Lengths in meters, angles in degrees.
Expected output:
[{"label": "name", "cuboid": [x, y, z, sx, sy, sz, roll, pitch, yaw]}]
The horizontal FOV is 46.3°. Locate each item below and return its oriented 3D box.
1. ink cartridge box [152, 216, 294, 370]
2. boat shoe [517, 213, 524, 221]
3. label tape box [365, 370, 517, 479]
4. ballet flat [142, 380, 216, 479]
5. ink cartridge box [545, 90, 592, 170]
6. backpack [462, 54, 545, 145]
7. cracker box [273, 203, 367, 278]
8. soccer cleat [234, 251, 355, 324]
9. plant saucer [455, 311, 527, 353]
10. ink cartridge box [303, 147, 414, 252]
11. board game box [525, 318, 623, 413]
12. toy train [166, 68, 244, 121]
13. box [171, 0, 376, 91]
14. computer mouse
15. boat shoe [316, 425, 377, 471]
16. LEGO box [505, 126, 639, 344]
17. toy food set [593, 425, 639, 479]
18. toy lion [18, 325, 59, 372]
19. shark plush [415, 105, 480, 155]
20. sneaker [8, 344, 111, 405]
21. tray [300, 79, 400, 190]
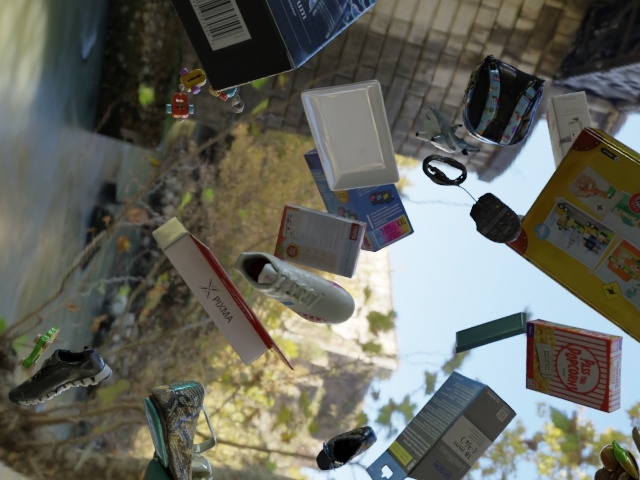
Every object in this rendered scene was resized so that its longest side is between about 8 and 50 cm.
[{"label": "ink cartridge box", "cuboid": [-0.189, 0.112, 1.406, 0.066, 0.296, 0.261, -36, -156, -10]}, {"label": "boat shoe", "cuboid": [0.687, 0.018, 2.404, 0.095, 0.084, 0.258, -40, -138, 17]}, {"label": "label tape box", "cuboid": [0.273, 0.472, 1.739, 0.334, 0.106, 0.240, -47, -176, -6]}, {"label": "ballet flat", "cuboid": [-0.345, 0.540, 1.864, 0.164, 0.182, 0.483, 44, -45, 42]}, {"label": "ink cartridge box", "cuboid": [0.869, -0.342, 2.594, 0.207, 0.117, 0.283, 44, 38, -75]}, {"label": "backpack", "cuboid": [0.376, -0.280, 1.595, 0.117, 0.158, 0.173, 146, -35, -76]}, {"label": "cracker box", "cuboid": [0.000, 0.000, 2.085, 0.067, 0.232, 0.156, -30, 134, -75]}, {"label": "soccer cleat", "cuboid": [-0.074, 0.119, 1.865, 0.116, 0.331, 0.143, -66, 153, -3]}, {"label": "plant saucer", "cuboid": [0.418, 0.226, 1.854, 0.192, 0.018, 0.067, -23, -146, 28]}, {"label": "ink cartridge box", "cuboid": [0.100, -0.176, 2.293, 0.395, 0.151, 0.270, 68, -19, -11]}, {"label": "board game box", "cuboid": [0.504, 0.247, 1.500, 0.193, 0.045, 0.147, 8, -78, 51]}, {"label": "toy train", "cuboid": [-0.254, -0.311, 1.630, 0.046, 0.166, 0.125, 126, -42, -71]}, {"label": "box", "cuboid": [-0.097, -0.523, 1.498, 0.395, 0.212, 0.293, -52, 125, -46]}, {"label": "computer mouse", "cuboid": [0.266, -0.075, 1.320, 0.071, 0.242, 0.041, -46, -157, 11]}, {"label": "boat shoe", "cuboid": [0.058, 0.631, 2.277, 0.089, 0.109, 0.258, -14, 152, -49]}, {"label": "LEGO box", "cuboid": [0.793, -0.001, 1.908, 0.193, 0.500, 0.372, -9, 134, -56]}, {"label": "toy food set", "cuboid": [0.581, 0.469, 1.479, 0.132, 0.038, 0.192, -91, -160, -59]}, {"label": "toy lion", "cuboid": [-0.629, 0.241, 1.687, 0.100, 0.034, 0.096, -56, -175, 0]}, {"label": "shark plush", "cuboid": [0.280, -0.220, 1.581, 0.067, 0.161, 0.073, -64, -163, 5]}, {"label": "sneaker", "cuboid": [-0.610, 0.301, 1.719, 0.078, 0.234, 0.106, -115, -172, -65]}, {"label": "tray", "cuboid": [0.061, -0.198, 1.417, 0.270, 0.145, 0.030, 70, 18, -51]}]
